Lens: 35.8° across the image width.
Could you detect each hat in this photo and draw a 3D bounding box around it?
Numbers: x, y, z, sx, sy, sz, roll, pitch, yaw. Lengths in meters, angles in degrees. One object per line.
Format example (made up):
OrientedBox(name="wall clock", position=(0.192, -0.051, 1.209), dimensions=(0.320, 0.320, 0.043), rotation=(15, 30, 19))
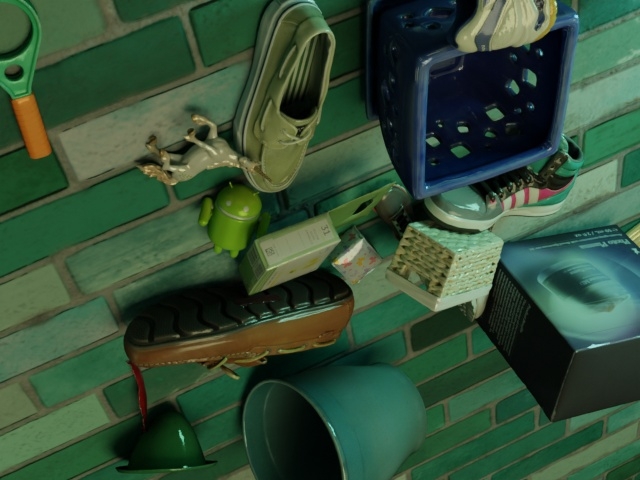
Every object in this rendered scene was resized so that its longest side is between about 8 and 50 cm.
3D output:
OrientedBox(name="hat", position=(-0.264, 0.299, 1.695), dimensions=(0.173, 0.184, 0.208), rotation=(-1, 171, -23))

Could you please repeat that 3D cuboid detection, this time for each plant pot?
OrientedBox(name="plant pot", position=(0.181, -0.228, 1.329), dimensions=(0.236, 0.212, 0.236), rotation=(-18, 136, -15))
OrientedBox(name="plant pot", position=(0.042, 0.340, 1.764), dimensions=(0.255, 0.271, 0.272), rotation=(-15, 137, -40))

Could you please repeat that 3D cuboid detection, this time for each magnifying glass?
OrientedBox(name="magnifying glass", position=(-0.360, -0.192, 1.169), dimensions=(0.092, 0.026, 0.231), rotation=(-20, 138, -15))

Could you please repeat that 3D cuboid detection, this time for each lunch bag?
OrientedBox(name="lunch bag", position=(0.055, 0.028, 1.616), dimensions=(0.071, 0.053, 0.083), rotation=(-41, 129, 5))

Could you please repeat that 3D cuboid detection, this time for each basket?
OrientedBox(name="basket", position=(0.201, 0.031, 1.578), dimensions=(0.167, 0.113, 0.103), rotation=(-12, 128, -49))

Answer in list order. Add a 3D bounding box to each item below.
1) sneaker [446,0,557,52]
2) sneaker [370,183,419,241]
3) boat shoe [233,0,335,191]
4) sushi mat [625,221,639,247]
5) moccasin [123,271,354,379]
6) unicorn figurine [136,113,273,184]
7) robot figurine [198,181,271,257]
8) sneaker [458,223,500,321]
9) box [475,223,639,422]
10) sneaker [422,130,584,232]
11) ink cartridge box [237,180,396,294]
OrientedBox(name="sneaker", position=(0.170, -0.358, 1.114), dimensions=(0.131, 0.112, 0.296), rotation=(-17, 97, -7))
OrientedBox(name="sneaker", position=(0.135, -0.033, 1.596), dimensions=(0.061, 0.065, 0.158), rotation=(-37, 139, 5))
OrientedBox(name="boat shoe", position=(-0.049, -0.176, 1.324), dimensions=(0.109, 0.094, 0.302), rotation=(-11, 134, -23))
OrientedBox(name="sushi mat", position=(0.633, 0.028, 2.000), dimensions=(0.316, 0.019, 0.151), rotation=(-40, 139, 7))
OrientedBox(name="moccasin", position=(-0.126, 0.145, 1.564), dimensions=(0.380, 0.139, 0.147), rotation=(-12, 126, -36))
OrientedBox(name="unicorn figurine", position=(-0.157, -0.115, 1.334), dimensions=(0.162, 0.060, 0.111), rotation=(-12, 144, 27))
OrientedBox(name="robot figurine", position=(-0.124, -0.032, 1.434), dimensions=(0.101, 0.067, 0.115), rotation=(16, 125, -7))
OrientedBox(name="sneaker", position=(0.276, 0.053, 1.757), dimensions=(0.095, 0.090, 0.235), rotation=(-32, 141, -16))
OrientedBox(name="box", position=(0.480, 0.137, 1.786), dimensions=(0.296, 0.294, 0.183), rotation=(-10, 131, -21))
OrientedBox(name="sneaker", position=(0.310, -0.114, 1.581), dimensions=(0.295, 0.124, 0.178), rotation=(-12, 140, -34))
OrientedBox(name="ink cartridge box", position=(0.000, 0.000, 1.484), dimensions=(0.235, 0.056, 0.171), rotation=(-21, 170, -18))
